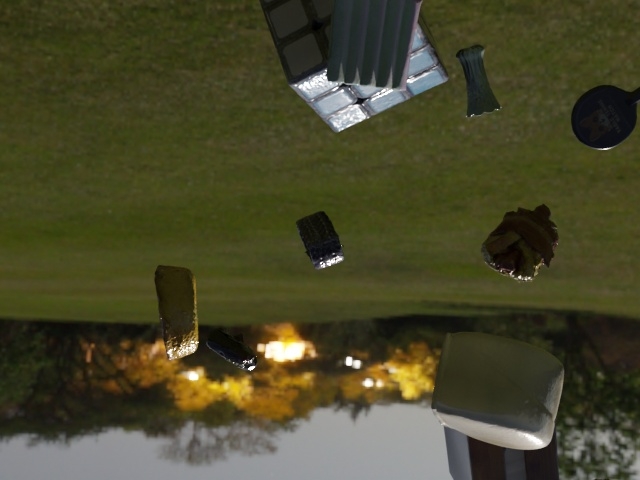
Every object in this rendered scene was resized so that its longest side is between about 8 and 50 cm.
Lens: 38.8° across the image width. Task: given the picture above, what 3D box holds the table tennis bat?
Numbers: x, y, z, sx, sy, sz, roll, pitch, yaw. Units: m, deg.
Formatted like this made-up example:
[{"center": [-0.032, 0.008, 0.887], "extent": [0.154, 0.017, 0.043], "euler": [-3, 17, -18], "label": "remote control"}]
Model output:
[{"center": [0.708, -0.315, 2.155], "extent": [0.236, 0.150, 0.027], "euler": [-34, -172, 11], "label": "table tennis bat"}]

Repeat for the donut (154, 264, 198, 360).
[{"center": [-0.238, 0.119, 1.536], "extent": [0.065, 0.162, 0.178], "euler": [-8, -162, -7], "label": "donut"}]

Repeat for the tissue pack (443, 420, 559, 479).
[{"center": [0.307, 0.339, 1.577], "extent": [0.159, 0.246, 0.136], "euler": [-16, -152, -10], "label": "tissue pack"}]

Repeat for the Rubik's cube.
[{"center": [0.069, -0.466, 1.997], "extent": [0.305, 0.304, 0.301], "euler": [-26, 159, 15], "label": "Rubik's cube"}]

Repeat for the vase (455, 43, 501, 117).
[{"center": [0.342, -0.352, 1.992], "extent": [0.081, 0.149, 0.081], "euler": [-15, -168, 3], "label": "vase"}]

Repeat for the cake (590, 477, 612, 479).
[{"center": [0.474, 0.558, 1.811], "extent": [0.283, 0.151, 0.177], "euler": [-14, 150, 21], "label": "cake"}]

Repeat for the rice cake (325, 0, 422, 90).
[{"center": [0.099, -0.391, 1.743], "extent": [0.189, 0.198, 0.037], "euler": [8, -154, -13], "label": "rice cake"}]

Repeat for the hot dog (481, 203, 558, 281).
[{"center": [0.436, -0.005, 1.946], "extent": [0.146, 0.213, 0.103], "euler": [22, 142, 18], "label": "hot dog"}]

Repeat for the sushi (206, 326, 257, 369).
[{"center": [-0.125, 0.148, 1.282], "extent": [0.083, 0.044, 0.046], "euler": [29, 168, 28], "label": "sushi"}]

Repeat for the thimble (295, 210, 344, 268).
[{"center": [0.000, -0.001, 1.697], "extent": [0.066, 0.095, 0.104], "euler": [-22, -151, -5], "label": "thimble"}]

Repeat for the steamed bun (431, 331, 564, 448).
[{"center": [0.268, 0.225, 1.338], "extent": [0.164, 0.146, 0.242], "euler": [9, 165, 21], "label": "steamed bun"}]
